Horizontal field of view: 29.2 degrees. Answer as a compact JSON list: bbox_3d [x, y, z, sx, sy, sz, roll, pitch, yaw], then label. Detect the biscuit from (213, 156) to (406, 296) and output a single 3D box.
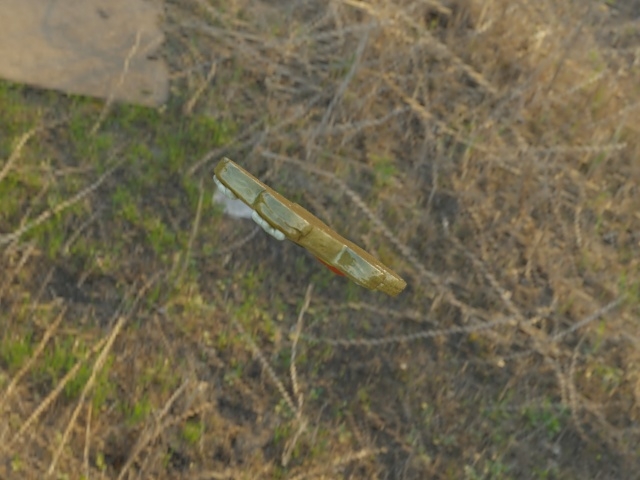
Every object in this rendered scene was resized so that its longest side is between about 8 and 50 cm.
[{"bbox_3d":[-0.001,0.001,1.214,0.240,0.035,0.158,34,6,-40],"label":"biscuit"}]
